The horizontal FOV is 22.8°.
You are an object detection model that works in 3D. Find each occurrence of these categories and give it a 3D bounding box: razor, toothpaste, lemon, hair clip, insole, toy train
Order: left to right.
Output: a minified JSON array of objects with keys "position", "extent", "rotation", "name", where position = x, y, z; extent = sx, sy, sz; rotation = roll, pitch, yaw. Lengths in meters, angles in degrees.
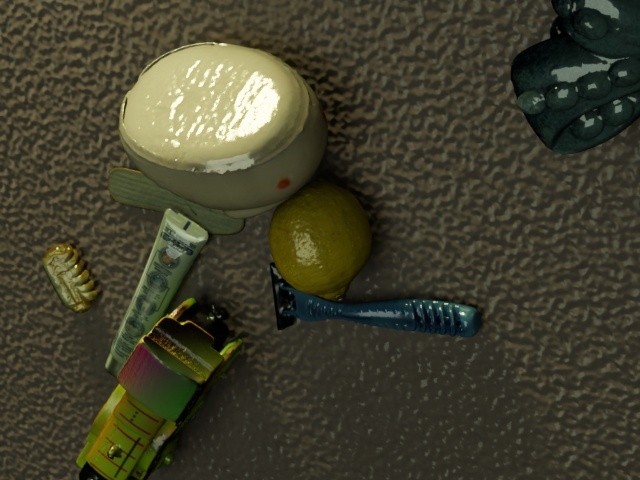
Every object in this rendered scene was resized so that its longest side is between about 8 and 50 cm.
[{"position":[-0.198,0.195,1.837],"extent":[0.100,0.160,0.296],"rotation":[37,125,5],"name":"toy train"},{"position":[-0.197,0.067,1.854],"extent":[0.062,0.039,0.239],"rotation":[34,122,10],"name":"toothpaste"},{"position":[-0.166,-0.046,1.808],"extent":[0.188,0.004,0.064],"rotation":[15,116,26],"name":"insole"},{"position":[0.000,0.000,1.660],"extent":[0.109,0.109,0.133],"rotation":[-18,93,36],"name":"lemon"},{"position":[0.053,0.076,1.704],"extent":[0.253,0.042,0.082],"rotation":[6,112,29],"name":"razor"},{"position":[0.320,-0.174,1.356],"extent":[0.310,0.194,0.206],"rotation":[10,124,29],"name":"hair clip"}]

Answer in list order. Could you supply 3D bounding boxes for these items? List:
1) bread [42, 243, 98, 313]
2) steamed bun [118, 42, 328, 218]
[{"position":[-0.300,0.045,1.911],"extent":[0.049,0.034,0.088],"rotation":[-26,100,22],"name":"bread"},{"position":[-0.093,-0.107,1.641],"extent":[0.228,0.177,0.131],"rotation":[15,152,31],"name":"steamed bun"}]
